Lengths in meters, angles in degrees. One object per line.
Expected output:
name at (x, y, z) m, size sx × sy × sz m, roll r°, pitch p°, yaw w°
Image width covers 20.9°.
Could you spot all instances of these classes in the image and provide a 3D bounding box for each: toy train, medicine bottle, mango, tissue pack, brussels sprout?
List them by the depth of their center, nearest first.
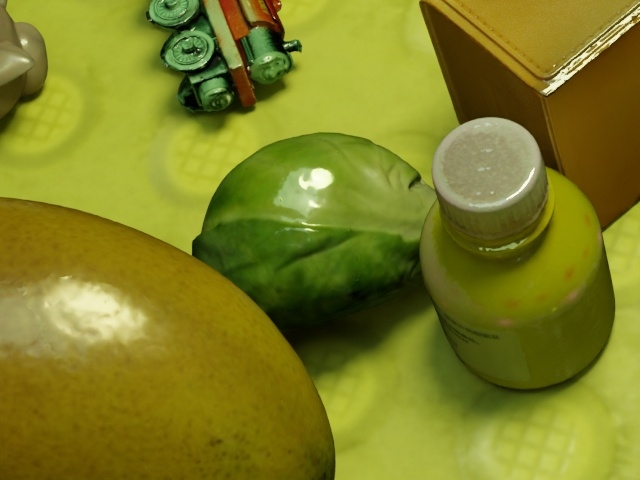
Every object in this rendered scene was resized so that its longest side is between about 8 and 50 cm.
medicine bottle at (0.123, 0.003, 1.127) m, size 0.121 × 0.212 × 0.122 m, roll -7°, pitch 60°, yaw 12°
mango at (-0.173, 0.107, 1.139) m, size 0.378 × 0.264 × 0.221 m, roll 13°, pitch 26°, yaw 6°
brussels sprout at (-0.002, -0.003, 1.206) m, size 0.183 × 0.145 × 0.131 m, roll -18°, pitch 63°, yaw 6°
tissue pack at (0.226, -0.168, 1.208) m, size 0.274 × 0.194 × 0.145 m, roll -40°, pitch 59°, yaw -9°
toy train at (-0.078, -0.182, 1.375) m, size 0.118 × 0.074 × 0.176 m, roll -22°, pitch 56°, yaw -1°

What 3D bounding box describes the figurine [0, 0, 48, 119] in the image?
figurine at (-0.289, -0.141, 1.388) m, size 0.138 × 0.125 × 0.125 m, roll -34°, pitch 57°, yaw 13°
